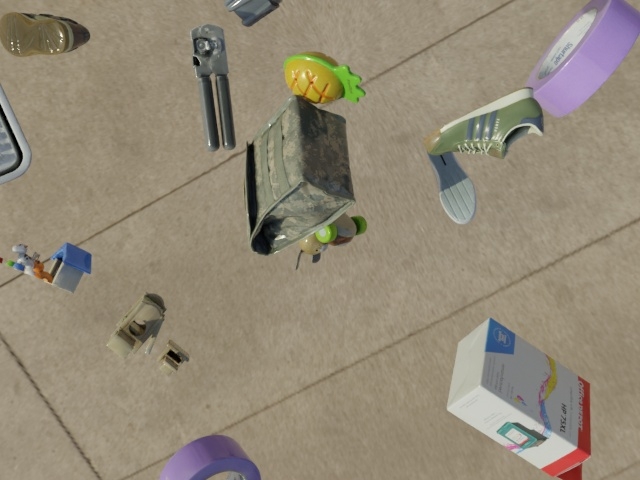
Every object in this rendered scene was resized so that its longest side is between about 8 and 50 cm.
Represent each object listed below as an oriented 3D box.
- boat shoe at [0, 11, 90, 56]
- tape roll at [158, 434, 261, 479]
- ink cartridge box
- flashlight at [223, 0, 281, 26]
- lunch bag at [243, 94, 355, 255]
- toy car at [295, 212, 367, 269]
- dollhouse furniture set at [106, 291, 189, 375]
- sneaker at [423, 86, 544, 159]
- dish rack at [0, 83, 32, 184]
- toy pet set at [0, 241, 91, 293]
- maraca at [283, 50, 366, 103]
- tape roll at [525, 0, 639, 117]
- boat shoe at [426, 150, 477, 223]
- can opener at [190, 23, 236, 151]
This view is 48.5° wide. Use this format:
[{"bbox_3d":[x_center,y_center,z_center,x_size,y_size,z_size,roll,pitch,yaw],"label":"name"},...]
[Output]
[{"bbox_3d":[-0.348,-0.256,0.892,0.152,0.049,0.056,20,113,34],"label":"boat shoe"},{"bbox_3d":[-0.217,0.485,1.399,0.189,0.080,0.189,-14,118,-28],"label":"tape roll"},{"bbox_3d":[0.298,0.229,0.991,0.231,0.134,0.078,33,131,-8],"label":"ink cartridge box"},{"bbox_3d":[-0.001,-0.394,0.937,0.304,0.103,0.103,-29,124,27],"label":"flashlight"},{"bbox_3d":[-0.076,-0.126,1.524,0.169,0.235,0.287,19,141,-32],"label":"lunch bag"},{"bbox_3d":[0.000,0.000,1.821,0.149,0.155,0.188,43,123,25],"label":"toy car"},{"bbox_3d":[-0.314,0.196,1.398,0.161,0.182,0.101,42,88,-12],"label":"dollhouse furniture set"},{"bbox_3d":[0.266,-0.166,1.139,0.192,0.064,0.086,-26,76,17],"label":"sneaker"},{"bbox_3d":[-0.762,-0.227,1.416,0.285,0.072,0.333,-25,85,-18],"label":"dish rack"},{"bbox_3d":[-0.384,0.025,1.007,0.114,0.122,0.065,32,75,-37],"label":"toy pet set"},{"bbox_3d":[0.007,-0.333,1.472,0.186,0.127,0.099,17,68,25],"label":"maraca"},{"bbox_3d":[0.574,-0.409,1.565,0.090,0.275,0.275,34,102,-6],"label":"tape roll"},{"bbox_3d":[0.315,-0.134,1.662,0.083,0.076,0.226,-20,65,16],"label":"boat shoe"},{"bbox_3d":[-0.242,-0.342,1.600,0.076,0.095,0.283,-8,96,-15],"label":"can opener"}]
